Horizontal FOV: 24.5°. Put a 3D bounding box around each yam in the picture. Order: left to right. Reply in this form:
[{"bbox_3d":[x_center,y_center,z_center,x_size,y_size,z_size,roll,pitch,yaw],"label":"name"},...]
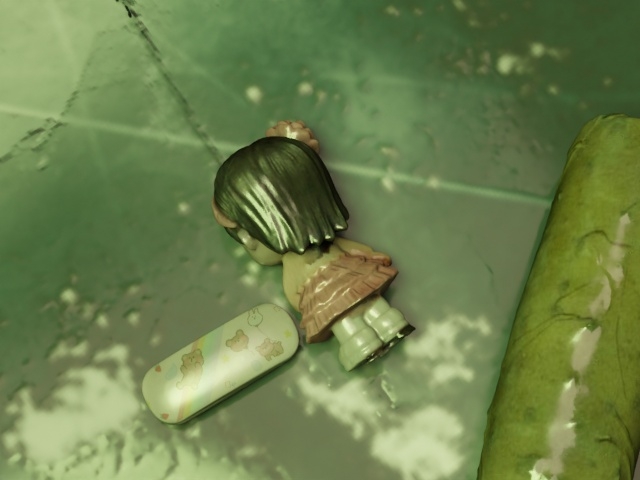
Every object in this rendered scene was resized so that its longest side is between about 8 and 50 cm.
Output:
[{"bbox_3d":[0.109,0.122,0.687,0.083,0.083,0.372,15,75,5],"label":"yam"}]

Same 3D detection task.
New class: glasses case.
[{"bbox_3d":[-0.049,0.061,0.734,0.083,0.021,0.032,-30,74,-6],"label":"glasses case"}]

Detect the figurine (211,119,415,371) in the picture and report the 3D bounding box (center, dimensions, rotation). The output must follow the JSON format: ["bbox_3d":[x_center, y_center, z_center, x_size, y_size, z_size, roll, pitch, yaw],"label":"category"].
[{"bbox_3d":[0.000,0.000,0.734,0.072,0.054,0.129,-33,78,-23],"label":"figurine"}]
